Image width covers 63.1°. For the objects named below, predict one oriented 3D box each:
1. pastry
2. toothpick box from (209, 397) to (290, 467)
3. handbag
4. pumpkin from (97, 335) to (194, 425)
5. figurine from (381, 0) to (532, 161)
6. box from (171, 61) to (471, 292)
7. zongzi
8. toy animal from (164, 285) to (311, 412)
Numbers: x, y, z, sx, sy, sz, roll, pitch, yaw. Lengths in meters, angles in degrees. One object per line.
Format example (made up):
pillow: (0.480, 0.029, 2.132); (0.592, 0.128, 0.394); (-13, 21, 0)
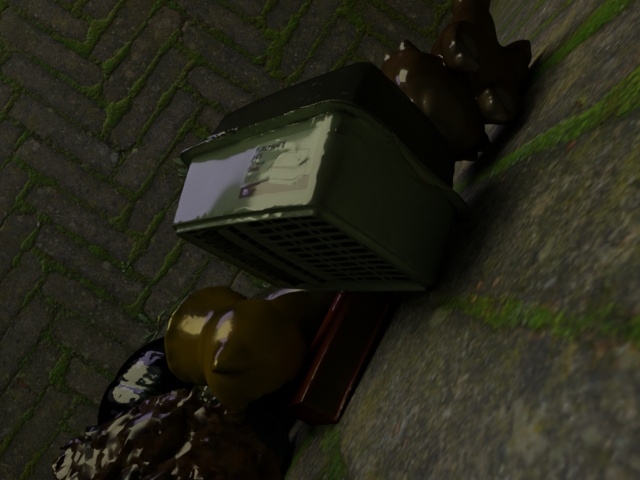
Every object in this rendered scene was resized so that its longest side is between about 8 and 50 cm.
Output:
pastry: (-0.134, 0.265, 0.452); (0.275, 0.193, 0.275); (-20, 53, 29)
toothpick box: (-0.131, 0.304, 0.664); (0.184, 0.120, 0.120); (-59, 1, 6)
handbag: (0.025, 0.123, 0.626); (0.190, 0.063, 0.127); (-62, 3, -26)
pumpkin: (-0.240, 0.327, 0.971); (0.315, 0.238, 0.315); (-2, -88, -62)
figurine: (0.154, -0.187, 0.667); (0.173, 0.177, 0.247); (-30, 31, 43)
box: (-0.007, -0.050, 0.562); (0.290, 0.220, 0.166); (-3, 61, 46)
zongzi: (-0.060, 0.192, 0.769); (0.360, 0.160, 0.323); (-34, 31, 46)
toy animal: (-0.114, 0.126, 0.666); (0.230, 0.156, 0.156); (-8, 41, 50)
